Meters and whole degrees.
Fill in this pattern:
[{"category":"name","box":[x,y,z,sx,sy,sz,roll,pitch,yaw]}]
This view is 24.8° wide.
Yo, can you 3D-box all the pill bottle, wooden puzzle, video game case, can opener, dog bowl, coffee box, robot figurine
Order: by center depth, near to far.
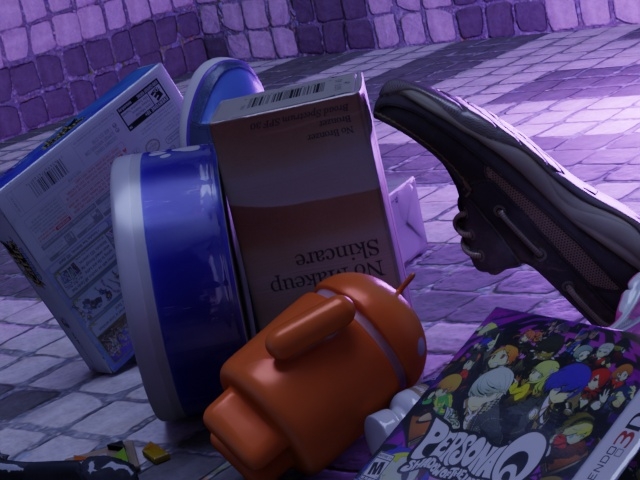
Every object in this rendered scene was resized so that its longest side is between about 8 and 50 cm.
[{"category":"video game case","box":[0.157,0.148,1.090,0.210,0.042,0.232,-47,29,-21]},{"category":"pill bottle","box":[0.100,0.150,1.228,0.120,0.067,0.067,-19,16,-23]},{"category":"robot figurine","box":[0.003,0.113,1.258,0.219,0.158,0.128,-40,25,-18]},{"category":"can opener","box":[-0.251,0.219,1.311,0.186,0.073,0.059,-5,-23,15]},{"category":"wooden puzzle","box":[-0.205,0.208,1.368,0.116,0.014,0.078,-17,15,-16]},{"category":"dog bowl","box":[-0.129,0.040,1.437,0.104,0.265,0.265,-10,15,0]},{"category":"video game case","box":[-0.222,-0.027,1.662,0.269,0.244,0.061,-44,23,-30]},{"category":"coffee box","box":[-0.010,-0.006,1.829,0.246,0.098,0.141,-4,18,30]}]

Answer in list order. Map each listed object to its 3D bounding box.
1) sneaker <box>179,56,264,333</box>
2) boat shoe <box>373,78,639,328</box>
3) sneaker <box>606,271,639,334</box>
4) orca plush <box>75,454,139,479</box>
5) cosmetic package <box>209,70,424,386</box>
[{"category":"sneaker","box":[-0.043,-0.053,1.612,0.130,0.323,0.236,-1,-1,-38]},{"category":"boat shoe","box":[0.184,-0.024,1.379,0.355,0.130,0.132,36,11,13]},{"category":"sneaker","box":[0.295,0.097,1.227,0.111,0.103,0.252,6,32,47]},{"category":"orca plush","box":[-0.188,0.261,1.090,0.287,0.102,0.151,-23,60,-1]},{"category":"cosmetic package","box":[0.000,0.000,1.420,0.153,0.296,0.129,-13,15,6]}]
